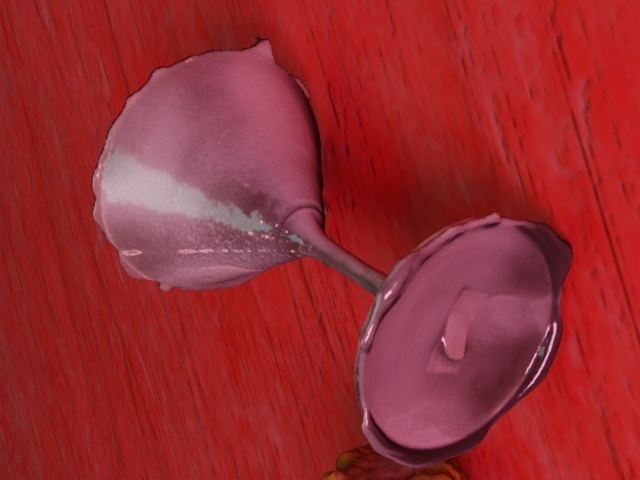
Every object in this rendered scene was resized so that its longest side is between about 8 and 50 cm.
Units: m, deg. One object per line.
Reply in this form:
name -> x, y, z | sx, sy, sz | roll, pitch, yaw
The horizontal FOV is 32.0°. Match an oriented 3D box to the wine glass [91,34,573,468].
wine glass -> 0.000, 0.000, 0.435 | 0.183, 0.122, 0.122 | 31, 130, 50

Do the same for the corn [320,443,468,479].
corn -> 0.039, 0.212, 0.486 | 0.091, 0.091, 0.260 | -60, -31, -66
